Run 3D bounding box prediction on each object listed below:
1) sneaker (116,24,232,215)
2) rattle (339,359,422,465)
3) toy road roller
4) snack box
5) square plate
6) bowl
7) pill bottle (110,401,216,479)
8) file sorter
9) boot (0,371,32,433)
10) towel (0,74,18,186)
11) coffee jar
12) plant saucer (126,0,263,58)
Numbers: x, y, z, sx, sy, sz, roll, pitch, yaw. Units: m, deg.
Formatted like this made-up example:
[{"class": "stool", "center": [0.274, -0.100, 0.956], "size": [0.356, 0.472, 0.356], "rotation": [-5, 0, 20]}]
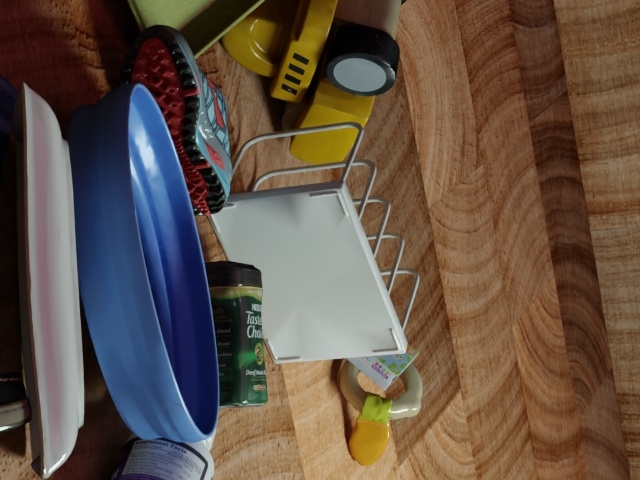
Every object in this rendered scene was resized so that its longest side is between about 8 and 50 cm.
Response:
[{"class": "sneaker", "center": [-0.171, -0.160, 2.031], "size": [0.125, 0.104, 0.262], "rotation": [-76, 159, -48]}, {"class": "rattle", "center": [0.076, 0.212, 2.534], "size": [0.142, 0.130, 0.199], "rotation": [84, -14, -48]}, {"class": "toy road roller", "center": [-0.025, -0.274, 2.299], "size": [0.329, 0.241, 0.202], "rotation": [117, -14, -59]}, {"class": "snack box", "center": [0.065, 0.145, 2.444], "size": [0.141, 0.037, 0.100], "rotation": [40, 28, 7]}, {"class": "square plate", "center": [-0.261, 0.046, 1.599], "size": [0.347, 0.049, 0.344], "rotation": [155, -68, -78]}, {"class": "bowl", "center": [-0.190, 0.028, 1.814], "size": [0.391, 0.077, 0.391], "rotation": [-11, 90, -86]}, {"class": "pill bottle", "center": [-0.181, 0.277, 1.882], "size": [0.193, 0.108, 0.108], "rotation": [-71, 146, -43]}, {"class": "file sorter", "center": [0.000, 0.000, 2.246], "size": [0.173, 0.193, 0.277], "rotation": [-70, 146, -48]}, {"class": "boot", "center": [-0.399, 0.026, 1.350], "size": [0.377, 0.138, 0.284], "rotation": [6, 76, -41]}, {"class": "towel", "center": [-0.339, -0.115, 1.707], "size": [0.067, 0.029, 0.119], "rotation": [46, 45, -54]}, {"class": "coffee jar", "center": [-0.114, 0.117, 2.102], "size": [0.096, 0.079, 0.184], "rotation": [9, 77, -65]}, {"class": "plant saucer", "center": [-0.166, -0.318, 2.027], "size": [0.188, 0.045, 0.188], "rotation": [-43, 138, -22]}]
